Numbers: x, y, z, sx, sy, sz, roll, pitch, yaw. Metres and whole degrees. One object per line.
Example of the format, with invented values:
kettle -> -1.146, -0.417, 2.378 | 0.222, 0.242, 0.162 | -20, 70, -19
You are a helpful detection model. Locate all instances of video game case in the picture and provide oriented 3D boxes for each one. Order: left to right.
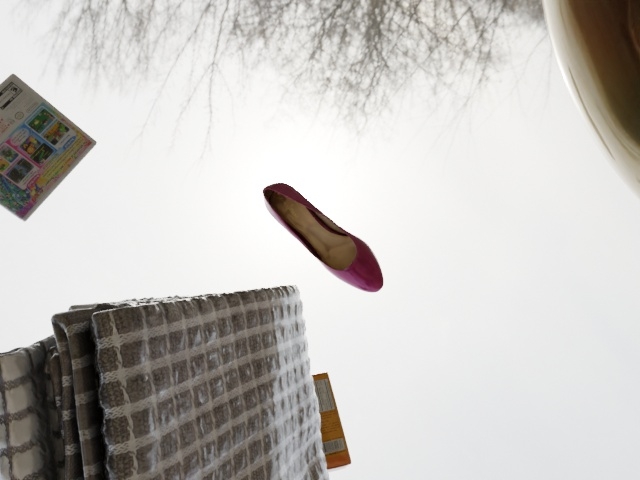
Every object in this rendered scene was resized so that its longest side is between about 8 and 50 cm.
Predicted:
video game case -> -0.427, -0.131, 0.741 | 0.143, 0.019, 0.157 | 43, -114, -24

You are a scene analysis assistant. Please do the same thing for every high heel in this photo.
high heel -> 0.000, 0.000, 1.319 | 0.377, 0.127, 0.181 | 40, -169, 15

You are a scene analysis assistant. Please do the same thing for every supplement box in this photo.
supplement box -> 0.010, 0.466, 1.346 | 0.080, 0.078, 0.234 | -6, -120, -14

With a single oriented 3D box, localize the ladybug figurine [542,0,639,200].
ladybug figurine -> 0.351, -0.190, 0.425 | 0.161, 0.305, 0.450 | -22, -88, -18

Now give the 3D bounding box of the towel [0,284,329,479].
towel -> -0.081, 0.153, 0.386 | 0.283, 0.121, 0.235 | 4, -102, -72
